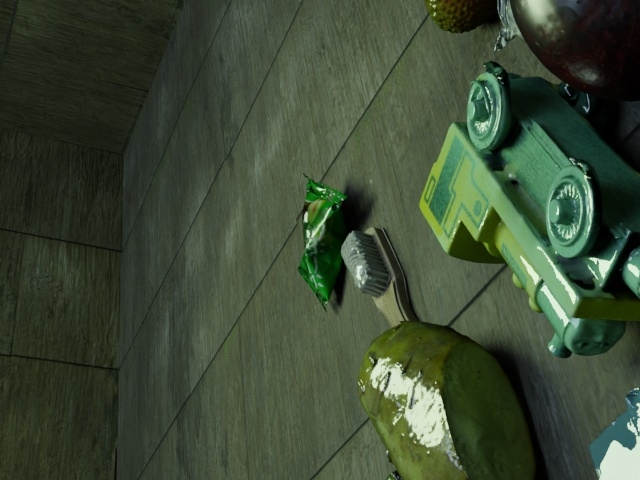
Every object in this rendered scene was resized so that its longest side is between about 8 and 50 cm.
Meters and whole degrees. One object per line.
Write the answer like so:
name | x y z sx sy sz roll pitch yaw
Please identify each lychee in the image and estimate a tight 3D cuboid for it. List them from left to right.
lychee | 0.191 -0.339 1.216 0.146 0.114 0.114 99 166 -49

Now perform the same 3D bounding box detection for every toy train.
toy train | 0.236 -0.025 0.940 0.369 0.150 0.237 -111 31 -52

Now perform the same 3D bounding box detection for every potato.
potato | 0.144 0.202 1.049 0.298 0.141 0.176 50 133 51

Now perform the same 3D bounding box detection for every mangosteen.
mangosteen | 0.291 -0.249 0.854 0.261 0.236 0.235 -28 -41 -68

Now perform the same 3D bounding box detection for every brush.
brush | 0.092 0.086 1.317 0.070 0.065 0.327 -62 29 28

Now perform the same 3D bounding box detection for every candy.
candy | 0.004 0.001 1.545 0.141 0.078 0.203 -108 23 -68

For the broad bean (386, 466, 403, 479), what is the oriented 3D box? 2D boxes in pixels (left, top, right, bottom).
broad bean | 0.065 0.363 1.278 0.227 0.039 0.069 -50 42 47

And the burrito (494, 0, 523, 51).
burrito | 0.309 -0.376 0.977 0.139 0.101 0.445 -104 35 -49

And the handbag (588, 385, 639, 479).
handbag | 0.318 0.156 0.769 0.144 0.057 0.221 -101 31 -50
